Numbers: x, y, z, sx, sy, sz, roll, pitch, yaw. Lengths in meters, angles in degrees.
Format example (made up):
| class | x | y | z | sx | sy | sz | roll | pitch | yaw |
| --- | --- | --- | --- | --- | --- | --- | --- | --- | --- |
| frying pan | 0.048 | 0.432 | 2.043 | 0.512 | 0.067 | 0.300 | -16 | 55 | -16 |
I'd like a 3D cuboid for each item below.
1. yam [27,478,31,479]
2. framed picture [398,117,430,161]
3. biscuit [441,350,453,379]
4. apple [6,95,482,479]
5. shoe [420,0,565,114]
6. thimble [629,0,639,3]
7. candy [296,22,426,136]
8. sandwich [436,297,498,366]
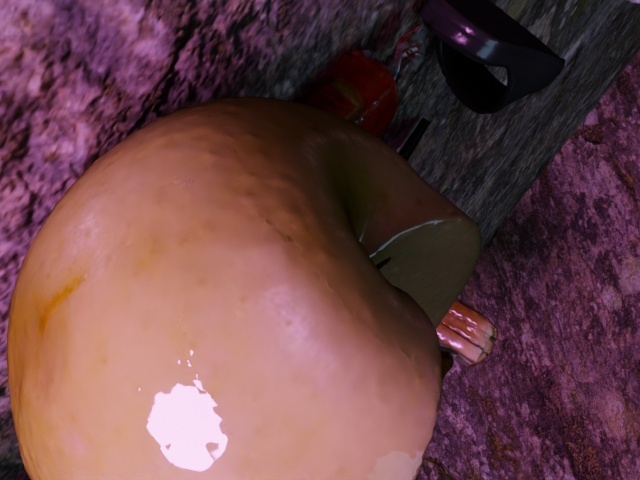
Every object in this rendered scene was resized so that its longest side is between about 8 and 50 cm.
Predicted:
| class | x | y | z | sx | sy | sz | roll | pitch | yaw |
| --- | --- | --- | --- | --- | --- | --- | --- | --- | --- |
| yam | -0.171 | 0.170 | 0.861 | 0.045 | 0.045 | 0.327 | -33 | -178 | 45 |
| framed picture | 0.010 | 0.024 | 0.974 | 0.347 | 0.016 | 0.265 | -55 | 180 | 24 |
| biscuit | 0.082 | 0.278 | 1.578 | 0.359 | 0.046 | 0.359 | -19 | -179 | 0 |
| apple | -0.055 | 0.049 | 0.500 | 0.258 | 0.233 | 0.295 | -41 | -177 | 31 |
| shoe | 0.155 | -0.180 | 0.831 | 0.093 | 0.108 | 0.241 | -54 | 159 | 24 |
| thimble | 0.370 | -0.331 | 0.870 | 0.185 | 0.211 | 0.149 | -47 | 168 | -53 |
| candy | -0.004 | -0.079 | 0.685 | 0.292 | 0.059 | 0.086 | -47 | 165 | -14 |
| sandwich | 0.229 | 0.156 | 1.664 | 0.095 | 0.249 | 0.273 | -58 | 168 | -7 |
